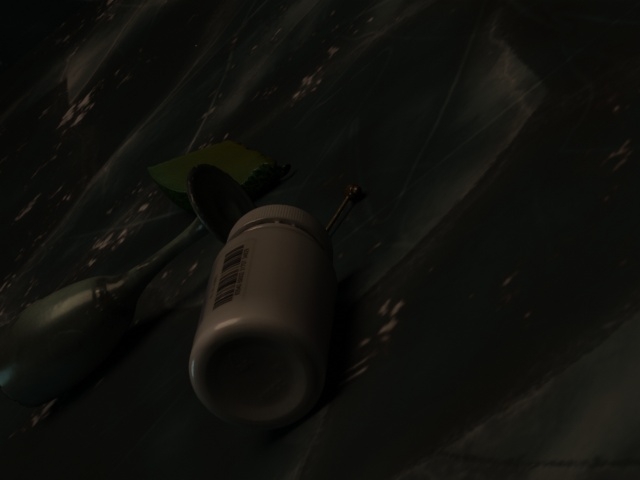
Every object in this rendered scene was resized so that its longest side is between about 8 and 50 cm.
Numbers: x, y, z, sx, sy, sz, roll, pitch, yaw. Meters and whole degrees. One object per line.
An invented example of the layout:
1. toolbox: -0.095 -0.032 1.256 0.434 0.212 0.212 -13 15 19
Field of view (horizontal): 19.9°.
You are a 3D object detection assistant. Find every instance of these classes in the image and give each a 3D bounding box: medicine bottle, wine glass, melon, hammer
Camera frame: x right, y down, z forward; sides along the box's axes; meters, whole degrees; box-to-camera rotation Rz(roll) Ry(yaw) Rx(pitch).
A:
1. medicine bottle: -0.040 0.055 1.407 0.103 0.103 0.186 -38 21 23
2. wine glass: -0.198 -0.006 1.828 0.309 0.096 0.264 -37 34 28
3. melon: -0.094 -0.067 1.900 0.114 0.053 0.262 -33 17 -20
4. hammer: 0.000 0.000 1.581 0.123 0.014 0.029 -56 12 -20
